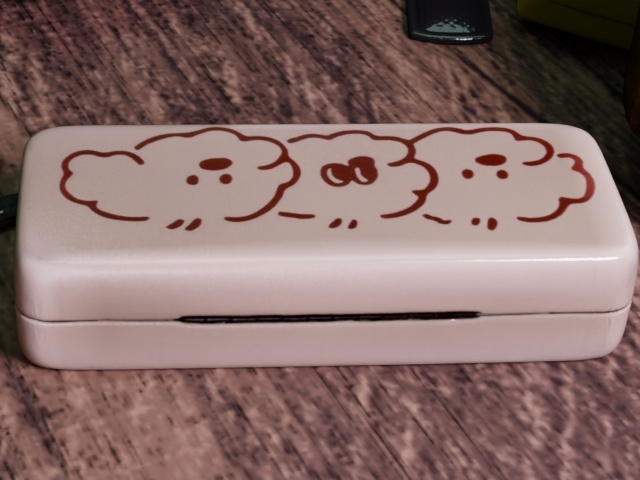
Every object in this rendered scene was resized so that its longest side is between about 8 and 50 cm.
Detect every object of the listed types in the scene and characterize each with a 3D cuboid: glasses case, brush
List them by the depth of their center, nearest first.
[{"bbox_3d":[0.000,0.000,0.931,0.336,0.076,0.144,-1,37,-7],"label":"glasses case"},{"bbox_3d":[0.095,-0.204,1.264,0.063,0.016,0.193,3,37,-3],"label":"brush"}]

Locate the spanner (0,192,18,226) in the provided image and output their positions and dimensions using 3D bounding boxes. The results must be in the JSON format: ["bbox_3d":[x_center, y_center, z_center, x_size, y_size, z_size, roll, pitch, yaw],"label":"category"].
[{"bbox_3d":[-0.240,0.032,0.916,0.054,0.015,0.254,15,38,16],"label":"spanner"}]

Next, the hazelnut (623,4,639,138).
[{"bbox_3d":[0.292,-0.117,0.988,0.217,0.217,0.251,-1,60,-7],"label":"hazelnut"}]

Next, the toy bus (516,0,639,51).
[{"bbox_3d":[0.271,-0.200,1.182,0.262,0.128,0.150,20,39,19],"label":"toy bus"}]
